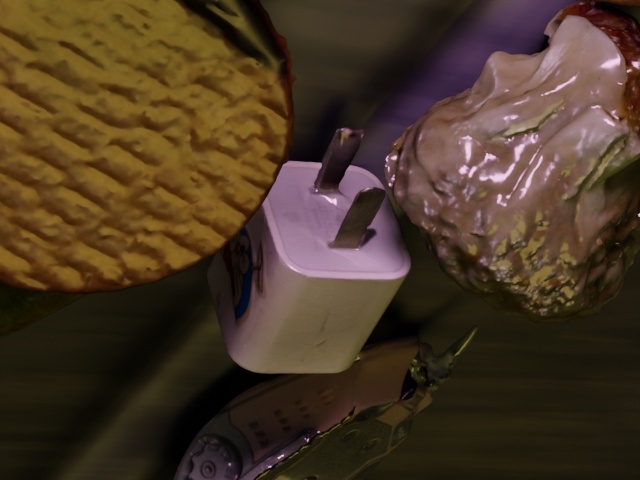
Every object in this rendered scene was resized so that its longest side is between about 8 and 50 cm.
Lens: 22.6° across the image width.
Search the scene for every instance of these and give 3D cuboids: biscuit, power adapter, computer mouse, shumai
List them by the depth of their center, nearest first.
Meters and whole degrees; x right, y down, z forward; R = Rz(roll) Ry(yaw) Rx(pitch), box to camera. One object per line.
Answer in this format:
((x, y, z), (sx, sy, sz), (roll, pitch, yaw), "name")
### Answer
((-0.175, -0.091, 1.160), (0.318, 0.040, 0.317), (-5, 126, -7), "biscuit")
((0.201, -0.065, 1.284), (0.256, 0.189, 0.218), (-1, 141, -39), "shumai")
((0.000, 0.000, 1.331), (0.125, 0.130, 0.205), (3, 137, -25), "power adapter")
((-0.016, 0.181, 1.574), (0.389, 0.115, 0.199), (-40, 156, 8), "computer mouse")

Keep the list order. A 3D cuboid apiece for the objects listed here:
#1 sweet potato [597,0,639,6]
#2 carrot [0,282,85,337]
((0.317, -0.222, 1.243), (0.218, 0.051, 0.065), (-24, 99, 6), "sweet potato")
((-0.240, 0.031, 1.319), (0.359, 0.074, 0.074), (-31, 142, 18), "carrot")
